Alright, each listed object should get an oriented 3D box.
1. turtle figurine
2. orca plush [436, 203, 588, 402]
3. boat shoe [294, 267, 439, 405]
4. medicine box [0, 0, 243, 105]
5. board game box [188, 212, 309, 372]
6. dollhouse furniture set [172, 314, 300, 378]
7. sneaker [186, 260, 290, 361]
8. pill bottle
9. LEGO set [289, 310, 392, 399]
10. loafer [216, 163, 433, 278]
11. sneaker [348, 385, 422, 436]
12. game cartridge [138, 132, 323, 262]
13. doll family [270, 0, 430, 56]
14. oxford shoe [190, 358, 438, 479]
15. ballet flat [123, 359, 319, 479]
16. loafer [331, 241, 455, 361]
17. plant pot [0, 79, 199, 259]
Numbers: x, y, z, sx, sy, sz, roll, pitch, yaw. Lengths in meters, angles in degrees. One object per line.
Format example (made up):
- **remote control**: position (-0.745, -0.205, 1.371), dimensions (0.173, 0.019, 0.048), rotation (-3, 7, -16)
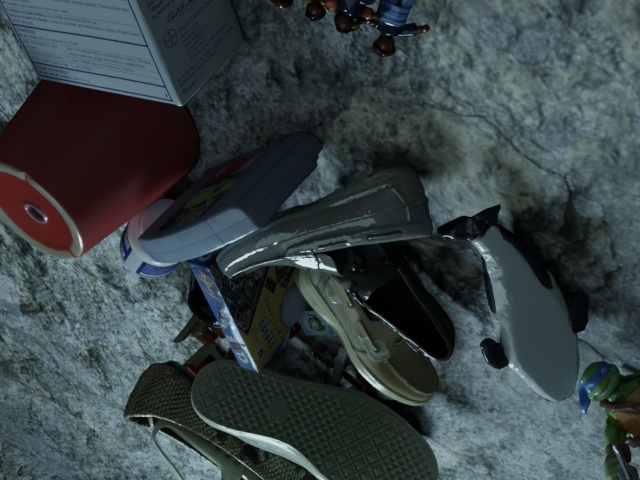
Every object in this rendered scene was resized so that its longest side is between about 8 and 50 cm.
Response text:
- **turtle figurine**: position (0.454, 0.251, 1.251), dimensions (0.266, 0.198, 0.274), rotation (36, 152, -6)
- **orca plush**: position (0.242, 0.079, 1.331), dimensions (0.287, 0.151, 0.102), rotation (46, 179, -19)
- **boat shoe**: position (0.090, 0.126, 1.537), dimensions (0.098, 0.109, 0.302), rotation (-30, 105, 40)
- **medicine box**: position (-0.272, -0.336, 1.254), dimensions (0.263, 0.149, 0.289), rotation (15, 142, 32)
- **board game box**: position (-0.104, 0.066, 1.592), dimensions (0.042, 0.165, 0.243), rotation (14, 141, 33)
- **dollhouse furniture set**: position (-0.179, 0.262, 1.945), dimensions (0.262, 0.135, 0.259), rotation (47, 147, -15)
- **sneaker**: position (-0.154, 0.099, 1.692), dimensions (0.129, 0.147, 0.330), rotation (20, 144, 36)
- **pill bottle**: position (-0.267, -0.006, 1.680), dimensions (0.112, 0.112, 0.186), rotation (41, 159, -6)
- **LEGO set**: position (0.046, 0.182, 1.729), dimensions (0.244, 0.060, 0.183), rotation (-5, 117, 46)
- **loafer**: position (0.000, 0.000, 1.358), dimensions (0.319, 0.112, 0.112), rotation (-22, 91, 30)
- **sneaker**: position (0.116, 0.400, 1.858), dimensions (0.146, 0.104, 0.296), rotation (22, 141, 32)
- **game cartridge**: position (-0.140, -0.052, 1.445), dimensions (0.060, 0.196, 0.294), rotation (49, 146, -19)
- **doll family**: position (0.027, -0.269, 1.111), dimensions (0.193, 0.076, 0.111), rotation (32, 129, 18)
- **oxford shoe**: position (-0.007, 0.323, 1.752), dimensions (0.449, 0.169, 0.130), rotation (20, 169, 12)
- **ballet flat**: position (-0.159, 0.421, 1.877), dimensions (0.482, 0.182, 0.164), rotation (37, 148, -5)
- **loafer**: position (0.096, 0.068, 1.438), dimensions (0.267, 0.096, 0.084), rotation (44, -173, -9)
- **plant pot**: position (-0.357, -0.121, 1.527), dimensions (0.274, 0.243, 0.275), rotation (25, 147, 18)
